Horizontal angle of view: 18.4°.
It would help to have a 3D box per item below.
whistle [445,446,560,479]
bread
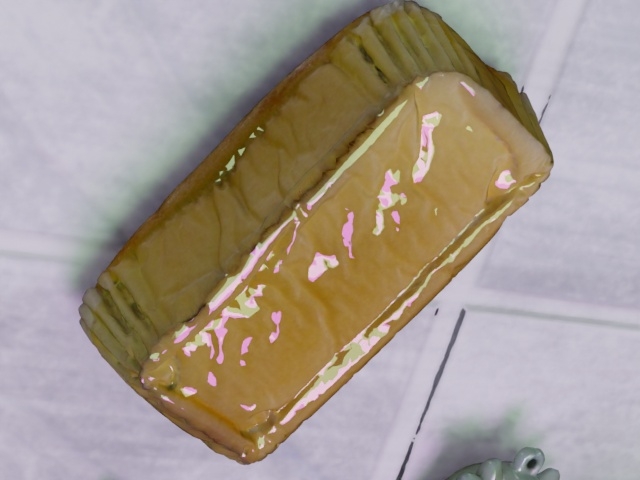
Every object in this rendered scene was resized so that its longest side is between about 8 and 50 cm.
[{"bbox_3d":[0.088,0.240,1.337,0.110,0.092,0.244,15,112,-40],"label":"whistle"},{"bbox_3d":[0.000,0.000,1.139,0.288,0.119,0.152,-46,122,7],"label":"bread"}]
